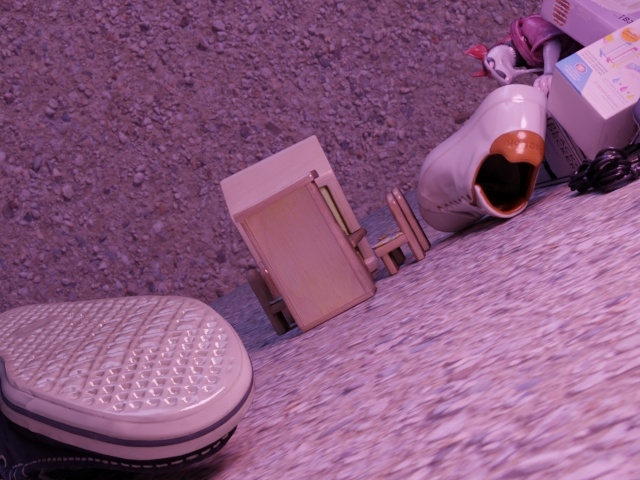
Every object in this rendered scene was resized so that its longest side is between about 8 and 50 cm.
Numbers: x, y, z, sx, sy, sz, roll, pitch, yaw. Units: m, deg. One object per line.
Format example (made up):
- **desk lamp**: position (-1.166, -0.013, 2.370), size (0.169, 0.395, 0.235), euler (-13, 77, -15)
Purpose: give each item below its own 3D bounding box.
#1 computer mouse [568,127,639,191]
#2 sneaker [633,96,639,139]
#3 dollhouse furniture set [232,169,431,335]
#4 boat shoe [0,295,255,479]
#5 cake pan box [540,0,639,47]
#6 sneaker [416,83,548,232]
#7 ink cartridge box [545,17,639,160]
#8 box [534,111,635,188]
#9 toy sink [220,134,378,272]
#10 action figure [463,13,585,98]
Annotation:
- **computer mouse**: position (0.368, -0.132, 1.295), size (0.262, 0.060, 0.184), euler (-29, 2, 4)
- **sneaker**: position (0.353, -0.125, 1.012), size (0.226, 0.086, 0.163), euler (-31, 5, -16)
- **dollhouse furniture set**: position (0.000, 0.000, 1.597), size (0.212, 0.161, 0.242), euler (-29, 2, 11)
- **boat shoe**: position (-0.199, 0.146, 1.091), size (0.186, 0.156, 0.500), euler (-25, 11, -33)
- **cake pan box**: position (0.479, -0.309, 1.750), size (0.245, 0.267, 0.070), euler (-30, -34, -25)
- **sneaker**: position (0.186, -0.063, 1.545), size (0.105, 0.123, 0.290), euler (9, -29, -11)
- **ink cartridge box**: position (0.337, -0.171, 1.409), size (0.143, 0.092, 0.090), euler (-30, -27, -12)
- **box**: position (0.335, -0.144, 1.615), size (0.169, 0.087, 0.290), euler (-29, 2, -9)
- **toy sink**: position (-0.017, 0.001, 1.789), size (0.152, 0.234, 0.131), euler (-25, 32, 1)
- **action figure**: position (0.399, -0.306, 1.905), size (0.370, 0.276, 0.248), euler (-2, -12, 8)
